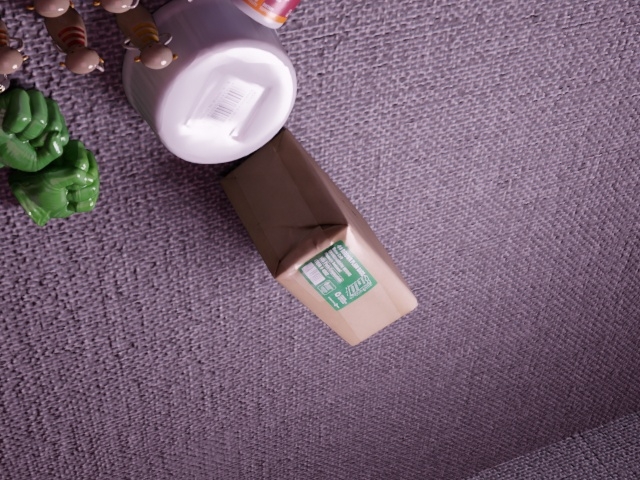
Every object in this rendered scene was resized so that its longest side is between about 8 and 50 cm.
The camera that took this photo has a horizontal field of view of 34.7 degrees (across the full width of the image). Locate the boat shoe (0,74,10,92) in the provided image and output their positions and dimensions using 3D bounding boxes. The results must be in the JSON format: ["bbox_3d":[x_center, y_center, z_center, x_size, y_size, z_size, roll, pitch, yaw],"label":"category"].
[{"bbox_3d":[-0.573,-0.205,1.524,0.228,0.081,0.068,-30,137,-7],"label":"boat shoe"}]

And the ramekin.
[{"bbox_3d":[-0.174,-0.258,1.689,0.277,0.135,0.277,-18,138,-17],"label":"ramekin"}]

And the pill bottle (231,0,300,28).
[{"bbox_3d":[-0.047,-0.449,1.584,0.121,0.121,0.221,19,119,-44],"label":"pill bottle"}]

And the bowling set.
[{"bbox_3d":[-0.355,-0.344,1.465,0.287,0.154,0.199,-14,137,-22],"label":"bowling set"}]

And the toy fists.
[{"bbox_3d":[-0.454,-0.134,1.666,0.142,0.096,0.279,-31,139,-3],"label":"toy fists"}]

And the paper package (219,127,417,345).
[{"bbox_3d":[0.000,0.000,1.932,0.168,0.309,0.325,-37,139,5],"label":"paper package"}]
